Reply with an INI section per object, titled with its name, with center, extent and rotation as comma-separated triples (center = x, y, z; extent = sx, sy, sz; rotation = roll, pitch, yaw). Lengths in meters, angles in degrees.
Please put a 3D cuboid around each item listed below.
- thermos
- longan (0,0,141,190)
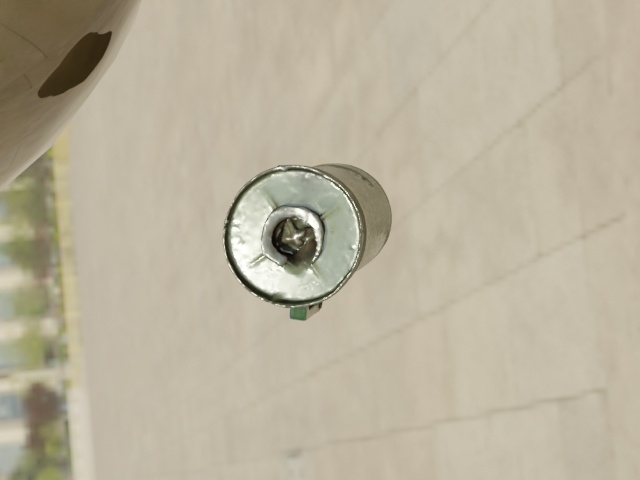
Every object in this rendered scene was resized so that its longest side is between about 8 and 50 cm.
[thermos]
center = 0.003, -0.004, 0.919
extent = 0.188, 0.073, 0.083
rotation = -25, -87, -80
[longan]
center = -0.256, -0.166, 0.771
extent = 0.404, 0.405, 0.336
rotation = -113, 12, -62
